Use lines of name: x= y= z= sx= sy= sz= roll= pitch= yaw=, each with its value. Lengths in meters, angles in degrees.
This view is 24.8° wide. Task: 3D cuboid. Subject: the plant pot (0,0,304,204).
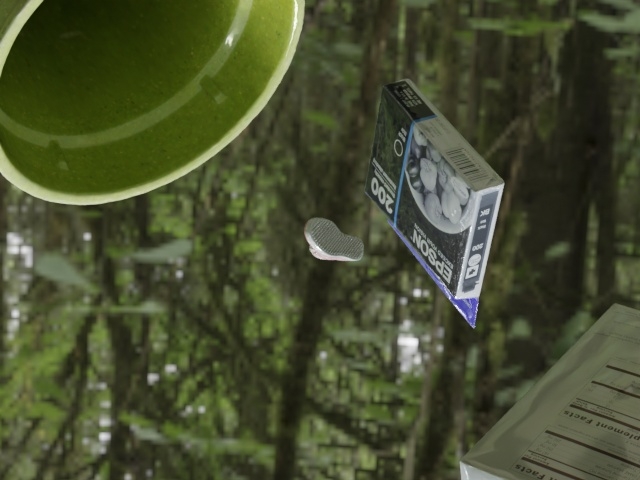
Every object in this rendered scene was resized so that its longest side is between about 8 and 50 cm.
plant pot: x=-0.195 y=-0.215 z=1.166 sx=0.276 sy=0.276 sz=0.254 roll=-9 pitch=-131 yaw=-40

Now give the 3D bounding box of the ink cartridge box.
ink cartridge box: x=0.118 y=-0.037 z=1.602 sx=0.045 sy=0.208 sz=0.206 roll=-15 pitch=-136 yaw=-23

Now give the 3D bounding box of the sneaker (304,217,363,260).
sneaker: x=0.000 y=0.000 z=2.125 sx=0.070 sy=0.051 sz=0.134 roll=5 pitch=168 yaw=36

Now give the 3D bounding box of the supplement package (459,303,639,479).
supplement package: x=0.233 y=0.179 z=1.155 sx=0.134 sy=0.139 sz=0.244 roll=17 pitch=-143 yaw=35
